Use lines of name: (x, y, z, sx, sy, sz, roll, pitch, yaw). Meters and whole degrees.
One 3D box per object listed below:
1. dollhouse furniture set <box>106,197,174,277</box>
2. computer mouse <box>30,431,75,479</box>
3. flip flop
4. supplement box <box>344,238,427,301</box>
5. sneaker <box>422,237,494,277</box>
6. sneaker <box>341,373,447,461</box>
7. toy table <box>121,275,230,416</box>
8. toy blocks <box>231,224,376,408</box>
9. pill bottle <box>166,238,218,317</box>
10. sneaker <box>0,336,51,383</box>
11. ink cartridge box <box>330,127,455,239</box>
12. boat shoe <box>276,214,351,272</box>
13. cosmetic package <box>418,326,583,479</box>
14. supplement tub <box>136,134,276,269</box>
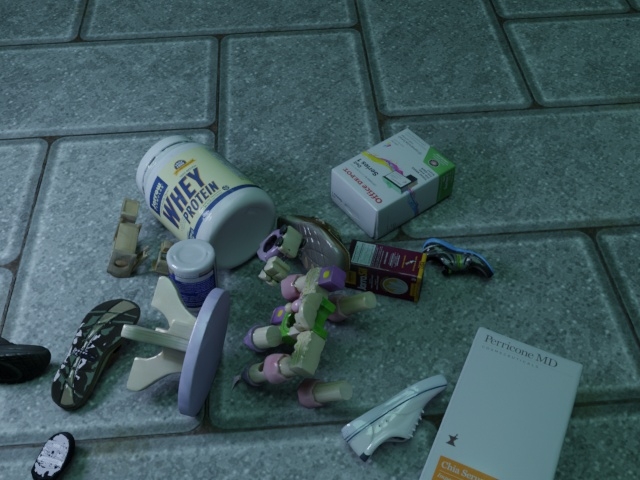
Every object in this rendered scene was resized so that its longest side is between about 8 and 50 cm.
dollhouse furniture set: (-0.451, 0.007, 1.800, 0.160, 0.101, 0.182, 15, 46, -19)
computer mouse: (-0.564, 0.501, 1.399, 0.071, 0.041, 0.242, 10, 57, 20)
flip flop: (-0.507, 0.256, 1.583, 0.112, 0.080, 0.277, 20, 68, 11)
supplement box: (0.158, 0.074, 1.702, 0.188, 0.104, 0.081, 11, 51, 11)
sneaker: (0.343, 0.057, 1.750, 0.188, 0.067, 0.078, 20, 74, 15)
sneaker: (0.170, 0.374, 1.469, 0.258, 0.094, 0.091, -28, 73, -16)
toy table: (-0.310, 0.222, 1.507, 0.160, 0.252, 0.275, 14, 72, 10)
toy blocks: (-0.086, 0.180, 1.526, 0.260, 0.309, 0.289, -18, 43, 45)
pill bottle: (-0.295, 0.099, 1.626, 0.111, 0.187, 0.112, 1, 41, -1)
sneaker: (-0.752, 0.250, 1.570, 0.286, 0.109, 0.130, -2, 43, -3)
ink cartridge box: (0.193, -0.158, 1.889, 0.278, 0.117, 0.201, -30, 56, -22)
boat shoe: (0.000, 0.000, 1.704, 0.116, 0.123, 0.324, -7, 21, -25)
cosmetic package: (0.340, 0.419, 1.369, 0.230, 0.162, 0.453, 19, 52, 16)
supplement tub: (-0.296, -0.103, 1.774, 0.235, 0.235, 0.325, -35, 57, -26)
